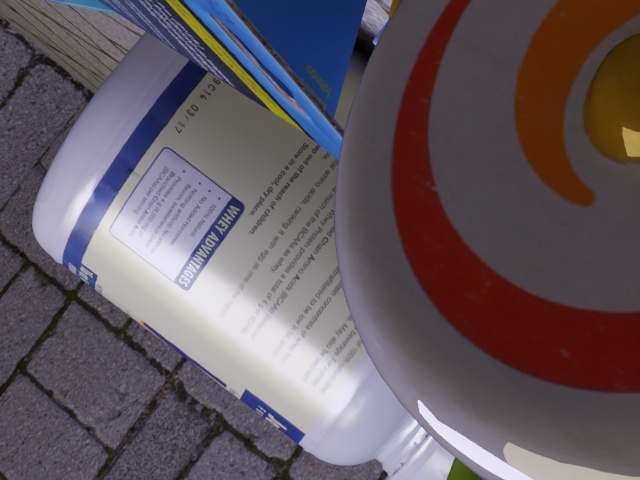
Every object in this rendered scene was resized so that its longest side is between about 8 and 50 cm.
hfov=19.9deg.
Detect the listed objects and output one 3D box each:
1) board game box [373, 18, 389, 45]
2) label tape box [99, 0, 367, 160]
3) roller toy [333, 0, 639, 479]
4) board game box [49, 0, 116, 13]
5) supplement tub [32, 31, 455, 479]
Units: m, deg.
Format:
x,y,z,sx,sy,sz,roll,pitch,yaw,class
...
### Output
x,y,z,sx,sy,sz,roll,pitch,yaw,class
0.136,-0.041,0.911,0.160,0.039,0.211,38,180,-34,board game box
-0.083,-0.173,0.837,0.333,0.106,0.240,35,175,32,label tape box
0.107,-0.010,0.460,0.191,0.209,0.146,-11,149,28,roller toy
-0.270,-0.232,1.294,0.253,0.079,0.336,8,-170,-25,board game box
0.000,0.000,1.218,0.325,0.235,0.235,37,176,3,supplement tub
